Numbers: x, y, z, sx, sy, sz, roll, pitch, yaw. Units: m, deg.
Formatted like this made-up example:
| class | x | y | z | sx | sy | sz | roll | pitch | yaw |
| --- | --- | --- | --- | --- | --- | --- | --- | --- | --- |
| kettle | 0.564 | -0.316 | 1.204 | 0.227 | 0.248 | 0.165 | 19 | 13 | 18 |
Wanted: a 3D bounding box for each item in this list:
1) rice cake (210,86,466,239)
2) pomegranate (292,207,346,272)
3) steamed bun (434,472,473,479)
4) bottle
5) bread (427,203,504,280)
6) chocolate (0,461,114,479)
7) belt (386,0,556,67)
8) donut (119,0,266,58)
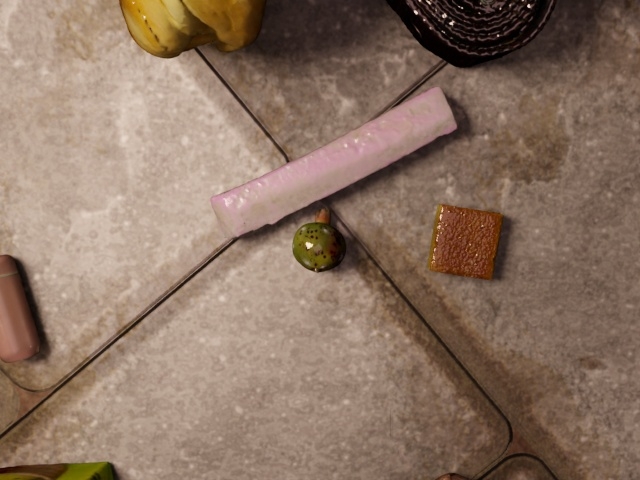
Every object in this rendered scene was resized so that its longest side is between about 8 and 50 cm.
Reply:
| class | x | y | z | sx | sy | sz | roll | pitch | yaw |
| --- | --- | --- | --- | --- | --- | --- | --- | --- | --- |
| rice cake | 0.025 | -0.101 | 0.762 | 0.365 | 0.056 | 0.072 | -26 | 99 | 2 |
| pomegranate | 0.004 | 0.002 | 0.771 | 0.073 | 0.073 | 0.084 | 42 | 70 | -6 |
| steamed bun | 0.194 | 0.406 | 0.810 | 0.175 | 0.106 | 0.145 | 42 | 89 | -20 |
| bottle | -0.418 | 0.090 | 0.771 | 0.053 | 0.053 | 0.140 | -13 | 98 | 0 |
| bread | 0.197 | 0.002 | 0.791 | 0.090 | 0.035 | 0.094 | 8 | 96 | -3 |
| chocolate | -0.422 | 0.372 | 0.695 | 0.301 | 0.289 | 0.136 | -3 | 86 | -2 |
| belt | 0.154 | -0.346 | 0.683 | 0.184 | 0.164 | 0.289 | -39 | 97 | 12 |
| donut | -0.161 | -0.364 | 0.593 | 0.170 | 0.360 | 0.360 | -12 | 98 | -16 |
